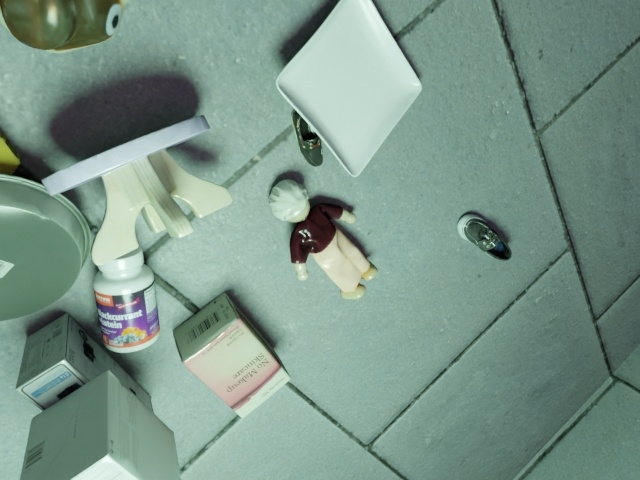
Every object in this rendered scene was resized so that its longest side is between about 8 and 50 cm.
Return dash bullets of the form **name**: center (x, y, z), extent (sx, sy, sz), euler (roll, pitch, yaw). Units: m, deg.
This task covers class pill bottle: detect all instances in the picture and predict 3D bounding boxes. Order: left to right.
- **pill bottle**: center (-0.375, 0.108, 0.844), extent (0.108, 0.108, 0.194), euler (-9, 115, -25)

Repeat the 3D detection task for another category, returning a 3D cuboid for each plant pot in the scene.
- **plant pot**: center (-0.524, -0.127, 0.683), extent (0.083, 0.081, 0.081), euler (-33, 123, -19)

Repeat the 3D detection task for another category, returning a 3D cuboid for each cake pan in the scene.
- **cake pan**: center (-0.529, 0.027, 0.702), extent (0.293, 0.054, 0.293), euler (-20, 139, -19)

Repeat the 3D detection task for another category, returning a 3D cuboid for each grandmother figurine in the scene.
- **grandmother figurine**: center (0.000, 0.000, 1.012), extent (0.342, 0.104, 0.208), euler (51, 56, -31)

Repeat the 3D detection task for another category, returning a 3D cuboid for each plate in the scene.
- **plate**: center (0.064, -0.322, 0.910), extent (0.277, 0.045, 0.278), euler (44, 77, -36)

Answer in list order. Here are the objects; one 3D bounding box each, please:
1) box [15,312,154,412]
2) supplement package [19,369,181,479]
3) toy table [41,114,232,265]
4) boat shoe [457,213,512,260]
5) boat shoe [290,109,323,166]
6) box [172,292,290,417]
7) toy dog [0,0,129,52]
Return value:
- **box**: center (-0.442, 0.301, 0.857), extent (0.087, 0.169, 0.290), euler (-34, 124, -12)
- **supplement package**: center (-0.351, 0.373, 0.719), extent (0.149, 0.194, 0.203), euler (-32, 122, -9)
- **toy table**: center (-0.287, -0.087, 0.740), extent (0.274, 0.252, 0.161), euler (-27, 107, -15)
- **boat shoe**: center (0.489, 0.000, 1.280), extent (0.228, 0.076, 0.080), euler (36, 92, -35)
- **boat shoe**: center (-0.024, -0.214, 0.934), extent (0.048, 0.042, 0.133), euler (-31, 124, -15)
- **box**: center (-0.199, 0.262, 0.995), extent (0.148, 0.127, 0.232), euler (-38, 123, -9)
- **toy dog**: center (-0.383, -0.432, 0.505), extent (0.395, 0.284, 0.408), euler (-35, 125, -10)
